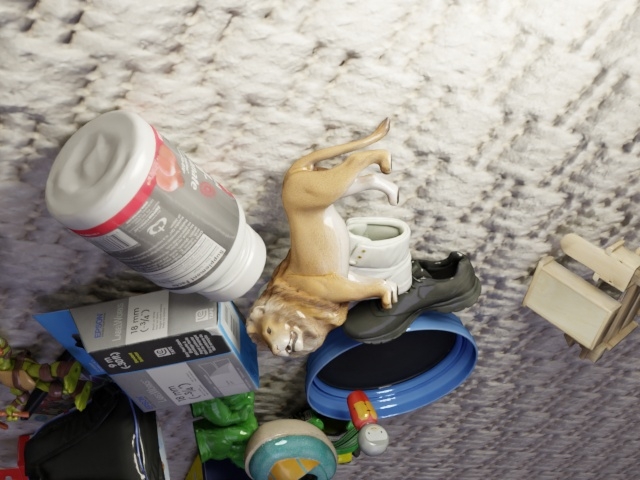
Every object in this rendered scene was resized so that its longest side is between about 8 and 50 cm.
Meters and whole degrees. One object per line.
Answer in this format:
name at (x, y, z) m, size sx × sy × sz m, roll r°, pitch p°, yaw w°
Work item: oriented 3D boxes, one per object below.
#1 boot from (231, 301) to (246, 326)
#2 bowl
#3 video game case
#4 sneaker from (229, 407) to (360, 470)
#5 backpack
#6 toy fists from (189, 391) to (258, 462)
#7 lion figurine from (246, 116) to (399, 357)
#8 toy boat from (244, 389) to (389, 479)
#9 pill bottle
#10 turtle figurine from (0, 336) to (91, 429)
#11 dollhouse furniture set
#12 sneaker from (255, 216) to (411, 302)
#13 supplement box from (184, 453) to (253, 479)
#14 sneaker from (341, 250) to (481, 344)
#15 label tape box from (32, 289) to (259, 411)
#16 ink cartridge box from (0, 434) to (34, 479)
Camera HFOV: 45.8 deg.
boot at (-0.174, 0.105, 1.362) m, size 0.190 × 0.076 × 0.208 m, roll -9°, pitch 137°, yaw 13°
bowl at (0.152, 0.275, 1.682) m, size 0.391 × 0.077 × 0.391 m, roll -9°, pitch 141°, yaw -7°
video game case at (-0.443, 0.307, 1.555) m, size 0.248 × 0.035 × 0.275 m, roll 18°, pitch 132°, yaw -35°
sneaker at (-0.066, 0.461, 1.824) m, size 0.344 × 0.134 × 0.146 m, roll -6°, pitch 124°, yaw -13°
backpack at (-0.443, 0.442, 1.510) m, size 0.263 × 0.276 × 0.213 m, roll -18°, pitch 155°, yaw 8°
toy fists at (-0.207, 0.384, 1.657) m, size 0.142 × 0.096 × 0.279 m, roll -13°, pitch 128°, yaw -15°
lion figurine at (0.000, 0.000, 1.203) m, size 0.240 × 0.142 × 0.392 m, roll 3°, pitch 100°, yaw 13°
toy boat at (-0.007, 0.458, 1.643) m, size 0.318 × 0.148 × 0.267 m, roll -32°, pitch 137°, yaw 9°
pill bottle at (-0.219, -0.030, 1.094) m, size 0.176 × 0.176 × 0.318 m, roll -28°, pitch 141°, yaw 17°
turtle figurine at (-0.544, 0.262, 1.412) m, size 0.217 × 0.087 × 0.269 m, roll 7°, pitch 125°, yaw 9°
dollhouse furniture set at (0.613, 0.066, 1.609) m, size 0.355 × 0.174 × 0.303 m, roll -24°, pitch 139°, yaw -39°
sneaker at (0.020, 0.037, 1.333) m, size 0.293 × 0.108 × 0.169 m, roll -14°, pitch 136°, yaw -9°
supplement box at (-0.234, 0.677, 1.940) m, size 0.194 × 0.195 × 0.356 m, roll 2°, pitch 143°, yaw -21°
sneaker at (0.166, 0.100, 1.463) m, size 0.286 × 0.109 × 0.130 m, roll -25°, pitch 136°, yaw -2°
label tape box at (-0.300, 0.200, 1.329) m, size 0.334 × 0.106 × 0.240 m, roll -12°, pitch 142°, yaw 7°
ink cartridge box at (-0.598, 0.493, 1.699) m, size 0.231 × 0.078 × 0.134 m, roll -3°, pitch 140°, yaw -15°
